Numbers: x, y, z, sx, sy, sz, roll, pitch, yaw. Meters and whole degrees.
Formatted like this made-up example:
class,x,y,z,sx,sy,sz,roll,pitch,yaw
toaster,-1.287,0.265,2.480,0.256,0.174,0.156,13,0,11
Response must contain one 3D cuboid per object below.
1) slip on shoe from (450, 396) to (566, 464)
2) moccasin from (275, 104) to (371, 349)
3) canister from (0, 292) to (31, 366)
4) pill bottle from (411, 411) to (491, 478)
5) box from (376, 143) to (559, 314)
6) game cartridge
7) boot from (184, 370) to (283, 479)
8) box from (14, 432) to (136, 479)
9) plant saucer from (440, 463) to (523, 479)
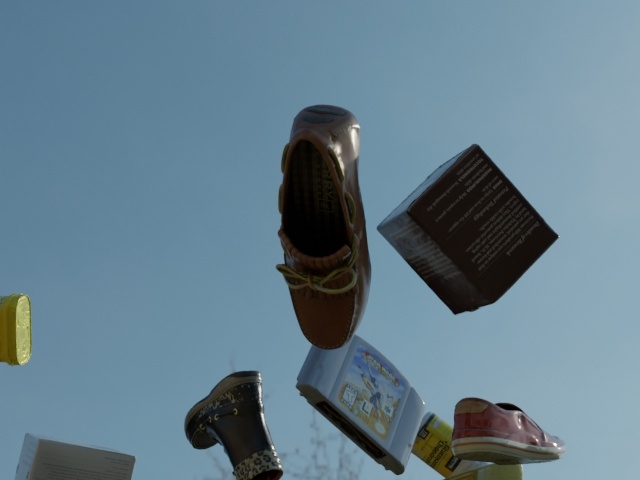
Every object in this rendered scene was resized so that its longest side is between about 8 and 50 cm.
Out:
class,x,y,z,sx,sy,sz,roll,pitch,yaw
slip on shoe,0.324,0.326,1.854,0.123,0.101,0.331,-15,-22,34
moccasin,0.003,0.001,1.561,0.139,0.147,0.380,14,-55,15
canister,-0.609,0.155,1.950,0.169,0.073,0.126,2,-82,6
pill bottle,0.288,0.474,2.445,0.184,0.103,0.103,35,-38,12
box,0.232,-0.014,1.761,0.203,0.167,0.168,47,-18,-3
game cartridge,0.090,0.314,2.230,0.297,0.198,0.062,43,-42,-17
boot,-0.145,0.339,1.791,0.085,0.179,0.236,1,-34,-33
box,-0.449,0.426,1.982,0.181,0.119,0.181,15,-12,-21
plant saucer,0.213,0.571,2.038,0.332,0.333,0.081,-29,-59,32
